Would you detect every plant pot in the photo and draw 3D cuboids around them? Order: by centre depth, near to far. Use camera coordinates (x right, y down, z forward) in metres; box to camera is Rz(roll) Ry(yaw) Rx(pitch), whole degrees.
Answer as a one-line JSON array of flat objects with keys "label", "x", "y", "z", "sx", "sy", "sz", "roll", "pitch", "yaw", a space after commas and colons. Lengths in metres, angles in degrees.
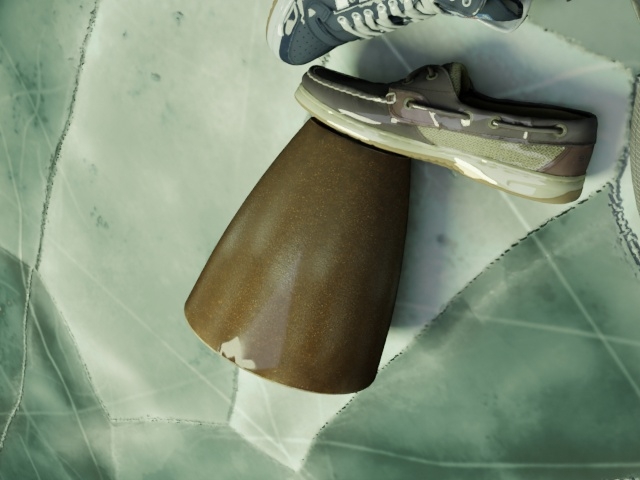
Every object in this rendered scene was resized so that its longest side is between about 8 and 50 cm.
[{"label": "plant pot", "x": 0.000, "y": 0.000, "z": 0.824, "sx": 0.215, "sy": 0.215, "sz": 0.230, "roll": 27, "pitch": 106, "yaw": 17}]

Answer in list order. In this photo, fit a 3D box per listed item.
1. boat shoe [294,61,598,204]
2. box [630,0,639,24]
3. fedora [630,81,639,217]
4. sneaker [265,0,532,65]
[{"label": "boat shoe", "x": 0.115, "y": -0.121, "z": 0.754, "sx": 0.285, "sy": 0.103, "sz": 0.092, "roll": 22, "pitch": 115, "yaw": 15}, {"label": "box", "x": 0.288, "y": -0.214, "z": 0.642, "sx": 0.083, "sy": 0.052, "sz": 0.062, "roll": -22, "pitch": 98, "yaw": 33}, {"label": "fedora", "x": 0.368, "y": -0.079, "z": 0.610, "sx": 0.244, "sy": 0.124, "sz": 0.275, "roll": -3, "pitch": 101, "yaw": 28}, {"label": "sneaker", "x": 0.074, "y": -0.213, "z": 0.715, "sx": 0.282, "sy": 0.099, "sz": 0.153, "roll": -38, "pitch": 73, "yaw": 33}]
